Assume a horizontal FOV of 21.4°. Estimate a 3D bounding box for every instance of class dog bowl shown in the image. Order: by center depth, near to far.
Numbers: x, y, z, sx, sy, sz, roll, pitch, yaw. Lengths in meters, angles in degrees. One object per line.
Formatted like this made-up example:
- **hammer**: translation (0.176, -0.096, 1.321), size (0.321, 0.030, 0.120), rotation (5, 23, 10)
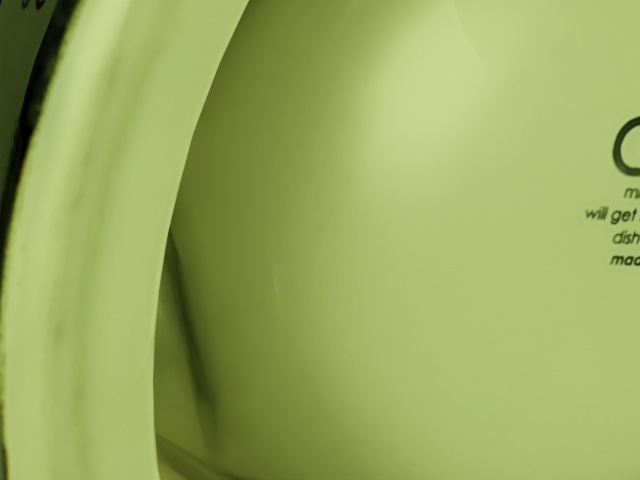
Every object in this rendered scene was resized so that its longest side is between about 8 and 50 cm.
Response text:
- **dog bowl**: translation (0.080, -0.019, 0.490), size (0.408, 0.150, 0.408), rotation (-12, 117, -25)
